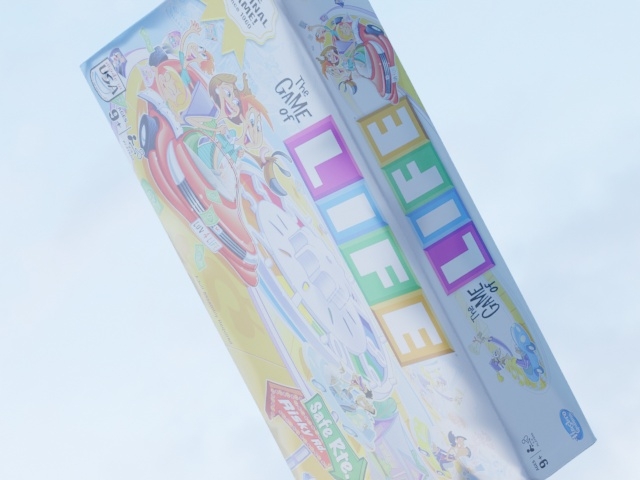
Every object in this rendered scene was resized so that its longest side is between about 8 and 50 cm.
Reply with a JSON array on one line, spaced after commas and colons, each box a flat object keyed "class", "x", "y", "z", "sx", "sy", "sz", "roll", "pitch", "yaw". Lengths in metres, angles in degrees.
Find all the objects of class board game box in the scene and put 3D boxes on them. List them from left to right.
[{"class": "board game box", "x": 0.000, "y": 0.000, "z": 0.468, "sx": 0.026, "sy": 0.154, "sz": 0.103, "roll": -29, "pitch": 3, "yaw": -35}]
